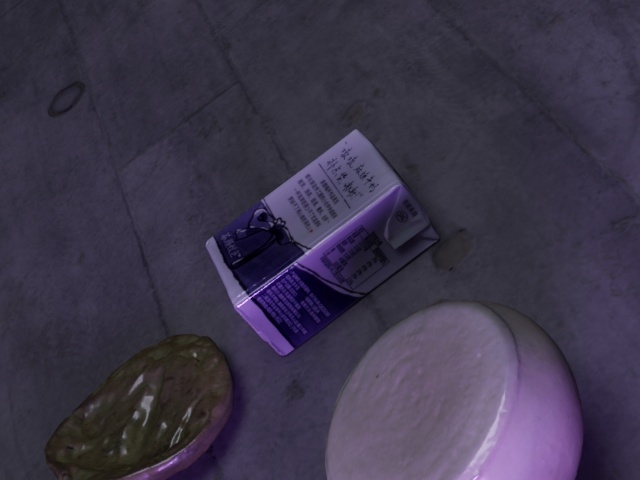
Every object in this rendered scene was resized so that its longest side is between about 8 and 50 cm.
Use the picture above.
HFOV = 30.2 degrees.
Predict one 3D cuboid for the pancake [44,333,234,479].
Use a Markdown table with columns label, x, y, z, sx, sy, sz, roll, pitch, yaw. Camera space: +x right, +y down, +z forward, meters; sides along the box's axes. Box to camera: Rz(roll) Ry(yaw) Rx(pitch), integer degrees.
| label | x | y | z | sx | sy | sz | roll | pitch | yaw |
| --- | --- | --- | --- | --- | --- | --- | --- | --- | --- |
| pancake | -0.192 | 0.195 | 1.312 | 0.241 | 0.050 | 0.242 | -22 | 33 | 15 |

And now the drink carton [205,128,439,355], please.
| label | x | y | z | sx | sy | sz | roll | pitch | yaw |
| --- | --- | --- | --- | --- | --- | --- | --- | --- | --- |
| drink carton | 0.000 | -0.001 | 1.300 | 0.222 | 0.102 | 0.134 | -37 | 35 | 4 |

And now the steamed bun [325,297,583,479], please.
| label | x | y | z | sx | sy | sz | roll | pitch | yaw |
| --- | --- | --- | --- | --- | --- | --- | --- | --- | --- |
| steamed bun | 0.121 | 0.169 | 0.989 | 0.231 | 0.145 | 0.232 | -34 | 37 | 31 |
